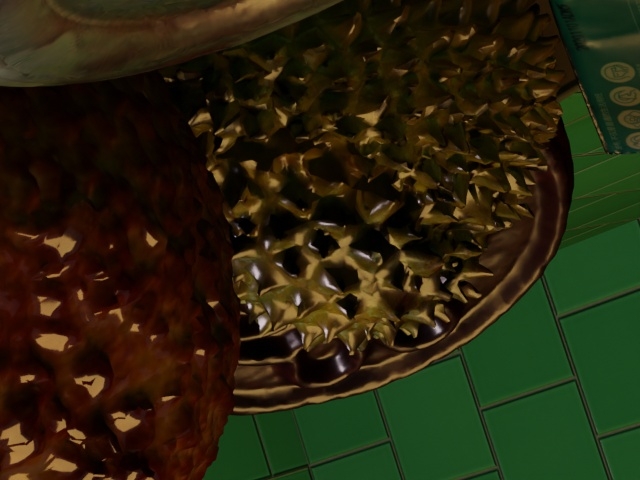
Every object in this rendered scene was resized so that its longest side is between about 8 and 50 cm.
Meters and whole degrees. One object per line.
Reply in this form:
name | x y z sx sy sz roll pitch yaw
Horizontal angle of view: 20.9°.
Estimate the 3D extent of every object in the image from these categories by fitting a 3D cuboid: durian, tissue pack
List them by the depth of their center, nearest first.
durian | 0.005 -0.074 0.922 0.258 0.258 0.293 -19 146 10
tissue pack | 0.191 -0.125 0.927 0.120 0.082 0.169 -5 147 20

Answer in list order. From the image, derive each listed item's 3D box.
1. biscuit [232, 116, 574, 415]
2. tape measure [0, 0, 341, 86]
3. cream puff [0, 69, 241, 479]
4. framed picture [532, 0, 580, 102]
biscuit | 0.000 0.000 1.297 0.407 0.091 0.407 -13 143 -10
tape measure | -0.035 -0.161 0.542 0.275 0.147 0.256 -22 169 -4
cream puff | -0.164 -0.007 0.741 0.228 0.350 0.350 -40 178 -14
framed picture | 0.138 -0.145 1.264 0.189 0.023 0.260 9 159 -28
